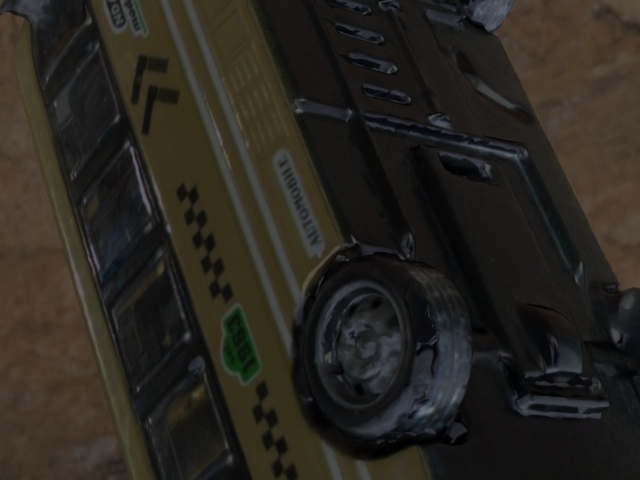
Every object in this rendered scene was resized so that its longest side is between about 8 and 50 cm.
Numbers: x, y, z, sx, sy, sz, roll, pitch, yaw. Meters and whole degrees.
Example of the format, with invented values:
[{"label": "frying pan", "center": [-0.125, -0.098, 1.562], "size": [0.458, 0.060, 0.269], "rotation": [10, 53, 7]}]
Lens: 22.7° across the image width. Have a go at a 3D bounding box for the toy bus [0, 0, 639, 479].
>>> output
[{"label": "toy bus", "center": [0.000, 0.000, 0.642], "size": [0.177, 0.365, 0.202], "rotation": [9, 139, -41]}]
